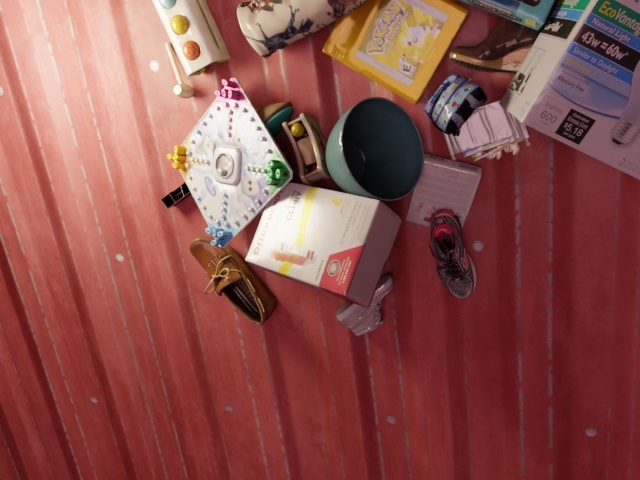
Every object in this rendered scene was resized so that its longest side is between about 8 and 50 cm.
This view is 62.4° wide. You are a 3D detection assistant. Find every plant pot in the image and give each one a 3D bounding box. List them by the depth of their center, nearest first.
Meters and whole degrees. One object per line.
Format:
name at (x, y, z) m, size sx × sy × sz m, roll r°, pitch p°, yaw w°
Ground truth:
plant pot at (0.127, -0.244, 1.537) m, size 0.195 × 0.290 × 0.290 m, roll -11°, pitch 110°, yaw 57°

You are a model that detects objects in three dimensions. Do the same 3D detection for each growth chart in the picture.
growth chart at (0.471, -0.312, 1.523) m, size 0.237 × 0.021 × 0.172 m, roll -11°, pitch 106°, yaw 20°

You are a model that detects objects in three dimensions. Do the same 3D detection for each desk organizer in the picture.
desk organizer at (-0.492, -0.165, 1.848) m, size 0.130 × 0.050 × 0.047 m, roll -32°, pitch 98°, yaw 24°

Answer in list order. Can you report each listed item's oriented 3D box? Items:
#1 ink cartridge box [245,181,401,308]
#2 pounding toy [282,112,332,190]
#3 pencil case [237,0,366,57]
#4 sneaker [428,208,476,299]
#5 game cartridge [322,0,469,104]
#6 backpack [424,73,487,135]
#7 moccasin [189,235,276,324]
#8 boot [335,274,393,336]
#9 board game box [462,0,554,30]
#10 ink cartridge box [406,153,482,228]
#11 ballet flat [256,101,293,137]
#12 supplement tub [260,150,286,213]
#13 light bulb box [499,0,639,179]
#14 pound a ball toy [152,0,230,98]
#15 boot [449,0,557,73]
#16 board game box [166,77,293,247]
ink cartridge box at (0.000, 0.000, 1.552) m, size 0.384 × 0.160 × 0.280 m, roll 16°, pitch 81°, yaw 36°
pounding toy at (-0.052, -0.241, 1.632) m, size 0.154 × 0.154 × 0.270 m, roll -21°, pitch 102°, yaw 22°
pencil case at (-0.047, -0.663, 1.453) m, size 0.410 × 0.159 × 0.184 m, roll -18°, pitch 70°, yaw 29°
sneaker at (0.396, 0.058, 1.621) m, size 0.120 × 0.112 × 0.299 m, roll -15°, pitch 113°, yaw 22°
game cartridge at (0.204, -0.587, 1.488) m, size 0.323 × 0.053 × 0.285 m, roll 30°, pitch 115°, yaw 4°
backpack at (0.361, -0.372, 1.435) m, size 0.117 × 0.173 × 0.158 m, roll 42°, pitch 109°, yaw 12°
moccasin at (-0.319, 0.142, 1.853) m, size 0.139 × 0.147 × 0.380 m, roll -34°, pitch 97°, yaw 24°
boot at (0.177, 0.224, 1.776) m, size 0.123 × 0.095 × 0.258 m, roll 44°, pitch 124°, yaw -9°
board game box at (0.499, -0.732, 1.295) m, size 0.253 × 0.079 × 0.336 m, roll 25°, pitch 102°, yaw 7°
ink cartridge box at (0.372, -0.139, 1.611) m, size 0.180 × 0.056 × 0.225 m, roll 16°, pitch 131°, yaw 10°
ballet flat at (-0.222, -0.333, 1.689) m, size 0.124 × 0.116 × 0.342 m, roll 49°, pitch 120°, yaw 17°
supplement tub at (-0.159, -0.187, 1.692) m, size 0.116 × 0.117 × 0.191 m, roll 13°, pitch 121°, yaw 12°
light bulb box at (0.700, -0.400, 1.274) m, size 0.357 × 0.225 × 0.361 m, roll 22°, pitch 115°, yaw -8°
pound a ball toy at (-0.429, -0.619, 1.619) m, size 0.208 × 0.136 × 0.319 m, roll -18°, pitch 102°, yaw 22°
boot at (0.487, -0.559, 1.411) m, size 0.248 × 0.090 × 0.207 m, roll 13°, pitch 100°, yaw 13°
board game box at (-0.303, -0.237, 1.659) m, size 0.390 × 0.050 × 0.390 m, roll -41°, pitch 70°, yaw 33°
